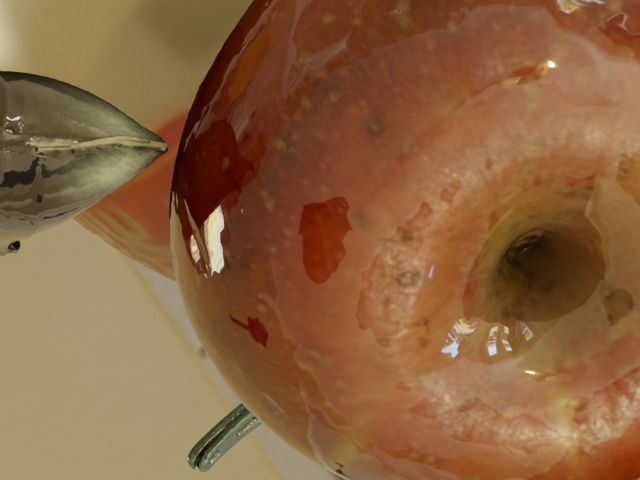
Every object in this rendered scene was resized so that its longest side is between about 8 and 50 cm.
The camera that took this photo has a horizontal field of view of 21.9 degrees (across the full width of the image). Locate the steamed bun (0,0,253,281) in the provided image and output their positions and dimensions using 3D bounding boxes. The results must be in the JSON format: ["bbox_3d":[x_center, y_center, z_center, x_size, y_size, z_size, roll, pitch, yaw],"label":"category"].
[{"bbox_3d":[0.013,-0.092,0.741,0.374,0.241,0.374,0,159,0],"label":"steamed bun"}]

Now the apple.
[{"bbox_3d":[0.051,-0.017,0.501,0.201,0.162,0.201,-3,118,-5],"label":"apple"}]

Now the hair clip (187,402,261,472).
[{"bbox_3d":[-0.003,0.110,1.207,0.070,0.229,0.039,48,149,36],"label":"hair clip"}]

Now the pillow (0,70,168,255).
[{"bbox_3d":[-0.103,-0.026,0.513,0.091,0.055,0.135,24,172,-12],"label":"pillow"}]
